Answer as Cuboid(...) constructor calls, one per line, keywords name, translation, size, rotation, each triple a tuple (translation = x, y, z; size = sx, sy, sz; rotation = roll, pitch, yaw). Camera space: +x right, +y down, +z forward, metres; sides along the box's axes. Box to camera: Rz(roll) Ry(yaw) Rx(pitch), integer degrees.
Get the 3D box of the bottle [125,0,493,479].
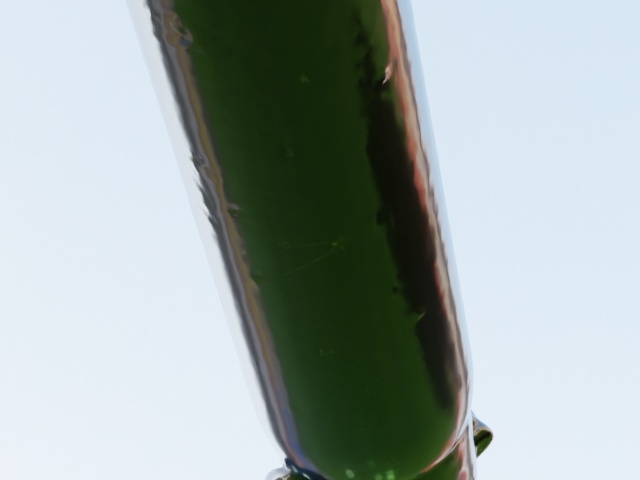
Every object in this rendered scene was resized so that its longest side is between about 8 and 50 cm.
Cuboid(name="bottle", translation=(0.000, 0.000, 0.417), size=(0.082, 0.072, 0.244), rotation=(-36, -46, -24))
